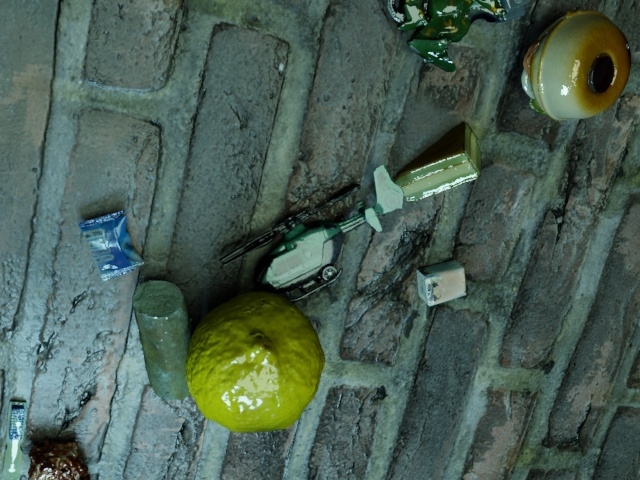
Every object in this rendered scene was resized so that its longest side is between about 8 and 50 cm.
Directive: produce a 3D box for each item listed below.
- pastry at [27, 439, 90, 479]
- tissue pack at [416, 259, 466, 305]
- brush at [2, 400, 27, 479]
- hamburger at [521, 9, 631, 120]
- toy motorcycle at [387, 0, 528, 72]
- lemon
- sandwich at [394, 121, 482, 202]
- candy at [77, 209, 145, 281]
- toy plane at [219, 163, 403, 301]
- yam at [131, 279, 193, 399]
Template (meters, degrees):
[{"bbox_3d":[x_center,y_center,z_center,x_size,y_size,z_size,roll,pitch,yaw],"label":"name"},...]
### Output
[{"bbox_3d":[-0.512,0.496,1.613,0.115,0.097,0.208,-13,112,-7],"label":"pastry"},{"bbox_3d":[0.260,0.089,1.745,0.095,0.059,0.074,-15,112,-14],"label":"tissue pack"},{"bbox_3d":[-0.594,0.395,1.586,0.033,0.030,0.178,2,109,-30],"label":"brush"},{"bbox_3d":[0.513,-0.346,1.622,0.237,0.147,0.236,-12,115,-28],"label":"hamburger"},{"bbox_3d":[0.266,-0.421,1.524,0.275,0.125,0.187,-21,106,-10],"label":"toy motorcycle"},{"bbox_3d":[-0.124,0.234,1.546,0.268,0.268,0.322,-21,159,-11],"label":"lemon"},{"bbox_3d":[0.241,-0.159,1.670,0.163,0.113,0.079,-22,122,29],"label":"sandwich"},{"bbox_3d":[-0.384,0.011,1.509,0.088,0.038,0.136,-19,124,-8],"label":"candy"},{"bbox_3d":[0.000,0.000,1.606,0.382,0.106,0.155,-28,104,-2],"label":"toy plane"},{"bbox_3d":[-0.295,0.196,1.573,0.106,0.106,0.259,-13,135,-14],"label":"yam"}]
